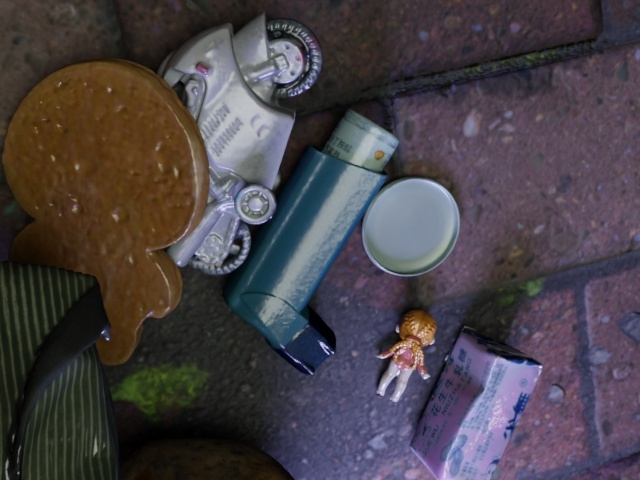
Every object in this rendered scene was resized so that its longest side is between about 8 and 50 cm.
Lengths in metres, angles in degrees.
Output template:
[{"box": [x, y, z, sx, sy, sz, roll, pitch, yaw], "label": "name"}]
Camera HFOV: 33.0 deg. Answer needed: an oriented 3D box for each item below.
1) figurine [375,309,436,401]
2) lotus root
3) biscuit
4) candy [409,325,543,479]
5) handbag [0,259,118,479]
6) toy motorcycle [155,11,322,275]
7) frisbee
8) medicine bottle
[{"box": [0.092, 0.127, 1.166, 0.064, 0.047, 0.109, 23, 107, 3], "label": "figurine"}, {"box": [-0.122, 0.302, 1.082, 0.272, 0.192, 0.272, -20, 140, -18], "label": "lotus root"}, {"box": [-0.200, -0.025, 0.998, 0.202, 0.044, 0.289, 11, 111, 13], "label": "biscuit"}, {"box": [0.167, 0.184, 1.177, 0.073, 0.092, 0.160, 20, 98, -26], "label": "candy"}, {"box": [-0.286, 0.180, 0.876, 0.240, 0.247, 0.341, -3, 70, -21], "label": "handbag"}, {"box": [-0.107, -0.099, 1.015, 0.170, 0.110, 0.260, 21, 107, -4], "label": "toy motorcycle"}, {"box": [0.095, -0.015, 1.138, 0.110, 0.014, 0.110, -4, 106, -15], "label": "frisbee"}, {"box": [0.000, 0.000, 1.081, 0.124, 0.079, 0.258, 27, 97, -18], "label": "medicine bottle"}]
